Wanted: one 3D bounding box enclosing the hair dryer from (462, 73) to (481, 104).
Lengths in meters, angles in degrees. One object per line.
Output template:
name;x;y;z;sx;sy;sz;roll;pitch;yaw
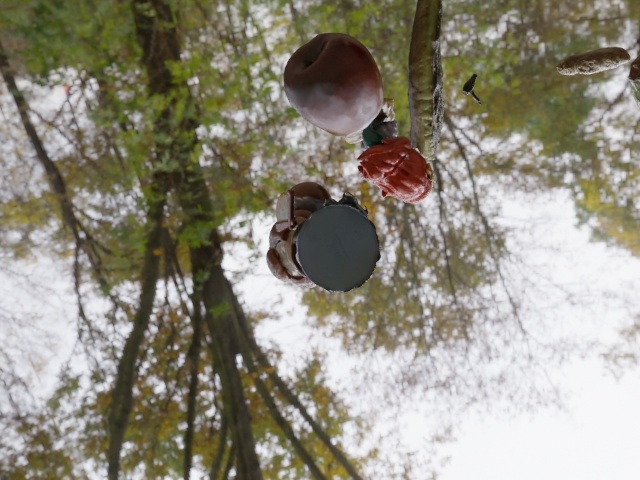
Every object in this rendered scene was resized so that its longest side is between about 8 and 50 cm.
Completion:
hair dryer;0.453;-0.438;2.294;0.031;0.083;0.079;-3;-135;49

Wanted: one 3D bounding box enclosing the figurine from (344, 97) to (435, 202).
figurine;0.171;-0.217;2.007;0.181;0.208;0.257;-28;-116;-5

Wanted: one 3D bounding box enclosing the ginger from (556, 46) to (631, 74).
ginger;0.834;-0.546;2.376;0.214;0.074;0.137;-11;-171;-21

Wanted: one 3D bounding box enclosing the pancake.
pancake;0.234;-0.398;1.681;0.067;0.426;0.305;1;-165;13

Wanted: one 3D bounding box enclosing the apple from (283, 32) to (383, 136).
apple;0.029;-0.253;1.300;0.156;0.158;0.147;-40;-146;8

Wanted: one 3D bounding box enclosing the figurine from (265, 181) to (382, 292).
figurine;-0.001;-0.001;1.806;0.248;0.276;0.388;-27;-175;-19

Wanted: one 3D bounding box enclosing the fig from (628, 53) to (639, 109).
fig;0.920;-0.406;1.959;0.317;0.316;0.316;-10;-156;5
